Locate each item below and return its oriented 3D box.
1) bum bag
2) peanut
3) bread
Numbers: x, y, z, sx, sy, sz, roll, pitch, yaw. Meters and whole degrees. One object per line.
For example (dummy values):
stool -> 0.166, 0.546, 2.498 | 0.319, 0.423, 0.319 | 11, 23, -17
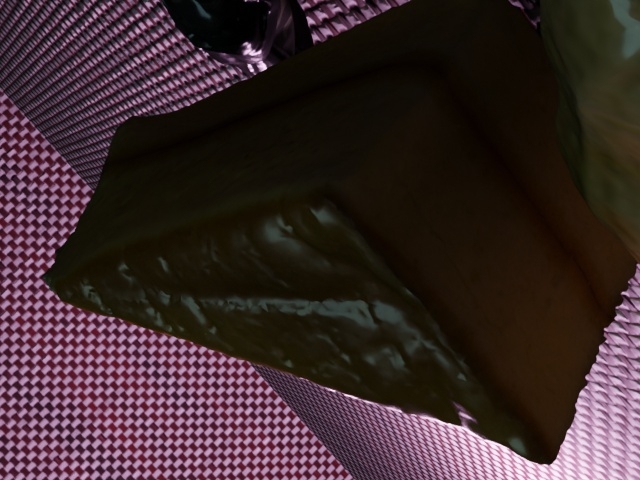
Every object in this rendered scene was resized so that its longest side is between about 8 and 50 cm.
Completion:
bum bag -> -0.076, -0.193, 0.928 | 0.144, 0.095, 0.340 | 58, -172, 7
peanut -> 0.184, -0.070, 0.590 | 0.147, 0.147, 0.305 | 36, 164, 31
bread -> 0.000, 0.000, 0.862 | 0.361, 0.233, 0.245 | -13, 123, 46
